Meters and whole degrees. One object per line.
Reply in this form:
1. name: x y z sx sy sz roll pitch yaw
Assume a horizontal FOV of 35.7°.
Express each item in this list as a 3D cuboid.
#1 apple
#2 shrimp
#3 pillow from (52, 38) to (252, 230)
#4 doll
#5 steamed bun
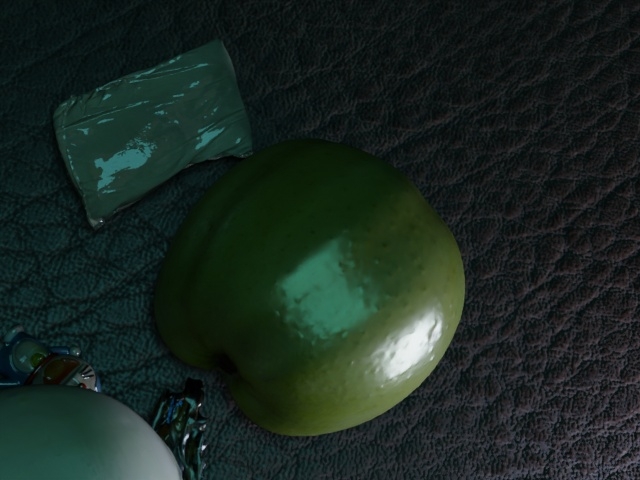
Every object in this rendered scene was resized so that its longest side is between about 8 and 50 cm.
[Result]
1. apple: -0.007 0.062 1.274 0.360 0.320 0.312 -44 134 -24
2. shrimp: -0.125 0.316 1.218 0.222 0.054 0.291 6 74 -15
3. pillow: -0.213 -0.144 1.304 0.270 0.067 0.173 -26 89 -20
4. doll: -0.324 0.166 1.183 0.152 0.085 0.114 38 52 6
5. steamed bun: -0.316 0.312 1.010 0.373 0.334 0.334 -28 85 -21
